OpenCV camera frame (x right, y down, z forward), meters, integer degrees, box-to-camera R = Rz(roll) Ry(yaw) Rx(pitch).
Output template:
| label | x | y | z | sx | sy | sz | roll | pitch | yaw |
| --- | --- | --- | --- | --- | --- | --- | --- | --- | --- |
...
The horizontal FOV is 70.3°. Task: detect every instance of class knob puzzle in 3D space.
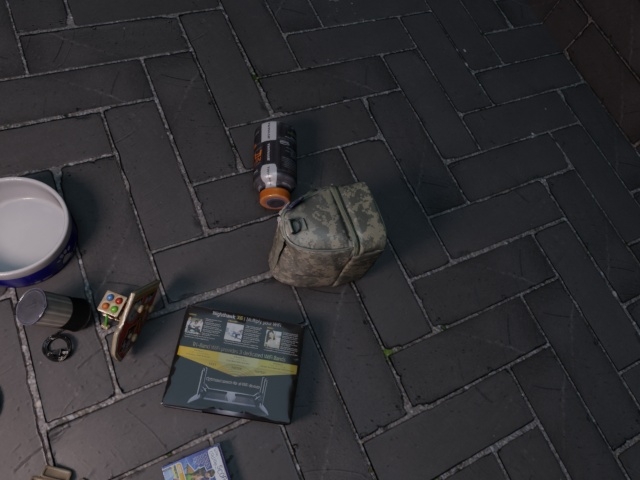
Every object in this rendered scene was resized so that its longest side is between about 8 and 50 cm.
| label | x | y | z | sx | sy | sz | roll | pitch | yaw |
| --- | --- | --- | --- | --- | --- | --- | --- | --- | --- |
| knob puzzle | -0.435 | 0.200 | 1.075 | 0.030 | 0.213 | 0.213 | 22 | 64 | -3 |

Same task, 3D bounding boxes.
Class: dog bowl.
| label | x | y | z | sx | sy | sz | roll | pitch | yaw |
| --- | --- | --- | --- | --- | --- | --- | --- | --- | --- |
| dog bowl | -0.760 | -0.020 | 1.133 | 0.265 | 0.104 | 0.265 | 5 | 66 | -11 |

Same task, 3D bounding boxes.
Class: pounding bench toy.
| label | x | y | z | sx | sy | sz | roll | pitch | yaw |
| --- | --- | --- | --- | --- | --- | --- | --- | --- | --- |
| pounding bench toy | -0.518 | 0.176 | 1.124 | 0.052 | 0.065 | 0.083 | 21 | 64 | -3 |

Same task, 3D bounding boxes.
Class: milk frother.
| label | x | y | z | sx | sy | sz | roll | pitch | yaw |
| --- | --- | --- | --- | --- | --- | --- | --- | --- | --- |
| milk frother | -0.628 | 0.198 | 1.051 | 0.129 | 0.135 | 0.143 | -22 | 67 | 12 |

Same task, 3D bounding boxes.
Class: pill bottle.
| label | x | y | z | sx | sy | sz | roll | pitch | yaw |
| --- | --- | --- | --- | --- | --- | --- | --- | --- | --- |
| pill bottle | -0.134 | -0.218 | 1.347 | 0.130 | 0.130 | 0.245 | 3 | 66 | -12 |

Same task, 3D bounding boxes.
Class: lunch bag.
| label | x | y | z | sx | sy | sz | roll | pitch | yaw |
| --- | --- | --- | --- | --- | --- | --- | --- | --- | --- |
| lunch bag | 0.000 | 0.000 | 1.188 | 0.256 | 0.305 | 0.212 | -14 | 70 | -20 |

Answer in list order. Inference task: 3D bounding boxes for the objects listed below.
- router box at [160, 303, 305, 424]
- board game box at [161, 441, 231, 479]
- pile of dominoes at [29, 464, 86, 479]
| label | x | y | z | sx | sy | sz | roll | pitch | yaw |
| --- | --- | --- | --- | --- | --- | --- | --- | --- | --- |
| router box | -0.207 | 0.309 | 1.129 | 0.309 | 0.081 | 0.243 | 12 | 65 | -7 |
| board game box | -0.262 | 0.583 | 1.024 | 0.136 | 0.035 | 0.201 | -17 | 72 | -19 |
| pile of dominoes | -0.557 | 0.579 | 0.896 | 0.196 | 0.040 | 0.251 | 36 | 22 | 6 |
